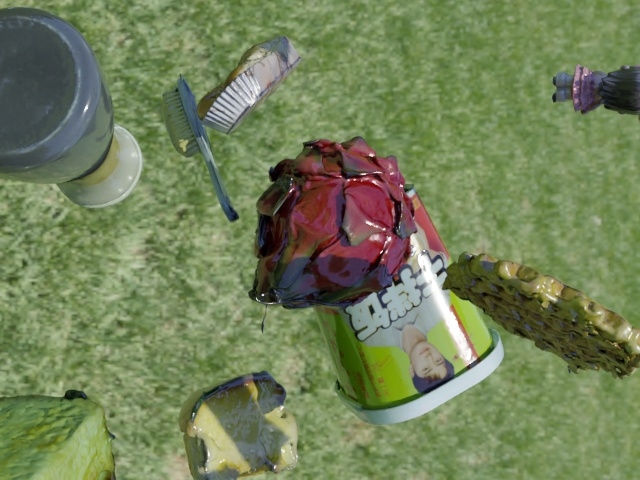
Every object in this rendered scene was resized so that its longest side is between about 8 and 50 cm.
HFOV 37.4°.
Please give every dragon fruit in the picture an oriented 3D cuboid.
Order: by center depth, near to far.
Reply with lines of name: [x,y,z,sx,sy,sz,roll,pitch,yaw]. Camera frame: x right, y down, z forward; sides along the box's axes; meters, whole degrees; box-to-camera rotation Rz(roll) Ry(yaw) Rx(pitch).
dragon fruit: [0.000,0.000,1.246,0.293,0.234,0.234,-49,136,-17]

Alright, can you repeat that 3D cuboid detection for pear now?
pear: [-0.266,0.277,0.745,0.255,0.164,0.238,-67,157,-69]

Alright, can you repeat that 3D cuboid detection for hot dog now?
hot dog: [-0.113,-0.244,1.479,0.075,0.144,0.268,43,28,-8]

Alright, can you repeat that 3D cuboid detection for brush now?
brush: [-0.198,-0.139,1.481,0.068,0.060,0.297,60,6,-58]

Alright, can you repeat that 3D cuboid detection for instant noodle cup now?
instant noodle cup: [0.102,0.085,1.499,0.294,0.294,0.308,-43,113,-54]

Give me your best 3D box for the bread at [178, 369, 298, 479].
bread: [-0.155,0.317,1.524,0.251,0.133,0.174,-9,79,-56]

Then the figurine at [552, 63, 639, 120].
figurine: [0.350,-0.179,1.156,0.054,0.129,0.072,-36,128,-64]

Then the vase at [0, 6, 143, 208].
vase: [-0.296,-0.127,1.084,0.321,0.173,0.173,68,25,-80]

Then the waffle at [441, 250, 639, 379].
waffle: [0.257,0.086,1.092,0.052,0.245,0.254,-59,179,-9]
